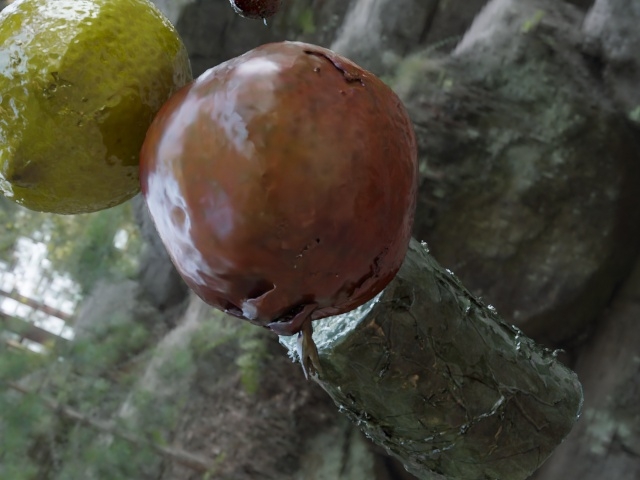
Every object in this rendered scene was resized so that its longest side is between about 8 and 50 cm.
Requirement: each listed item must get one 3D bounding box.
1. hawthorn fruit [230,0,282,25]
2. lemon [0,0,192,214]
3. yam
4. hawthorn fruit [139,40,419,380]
[{"bbox_3d":[-0.074,-0.287,1.269,0.077,0.077,0.077,21,-90,-81],"label":"hawthorn fruit"},{"bbox_3d":[-0.262,-0.155,1.217,0.267,0.267,0.267,21,-90,-81],"label":"lemon"},{"bbox_3d":[0.126,0.141,1.313,0.241,0.348,0.241,-40,24,22],"label":"yam"},{"bbox_3d":[-0.028,-0.020,1.077,0.276,0.276,0.307,87,171,-68],"label":"hawthorn fruit"}]
